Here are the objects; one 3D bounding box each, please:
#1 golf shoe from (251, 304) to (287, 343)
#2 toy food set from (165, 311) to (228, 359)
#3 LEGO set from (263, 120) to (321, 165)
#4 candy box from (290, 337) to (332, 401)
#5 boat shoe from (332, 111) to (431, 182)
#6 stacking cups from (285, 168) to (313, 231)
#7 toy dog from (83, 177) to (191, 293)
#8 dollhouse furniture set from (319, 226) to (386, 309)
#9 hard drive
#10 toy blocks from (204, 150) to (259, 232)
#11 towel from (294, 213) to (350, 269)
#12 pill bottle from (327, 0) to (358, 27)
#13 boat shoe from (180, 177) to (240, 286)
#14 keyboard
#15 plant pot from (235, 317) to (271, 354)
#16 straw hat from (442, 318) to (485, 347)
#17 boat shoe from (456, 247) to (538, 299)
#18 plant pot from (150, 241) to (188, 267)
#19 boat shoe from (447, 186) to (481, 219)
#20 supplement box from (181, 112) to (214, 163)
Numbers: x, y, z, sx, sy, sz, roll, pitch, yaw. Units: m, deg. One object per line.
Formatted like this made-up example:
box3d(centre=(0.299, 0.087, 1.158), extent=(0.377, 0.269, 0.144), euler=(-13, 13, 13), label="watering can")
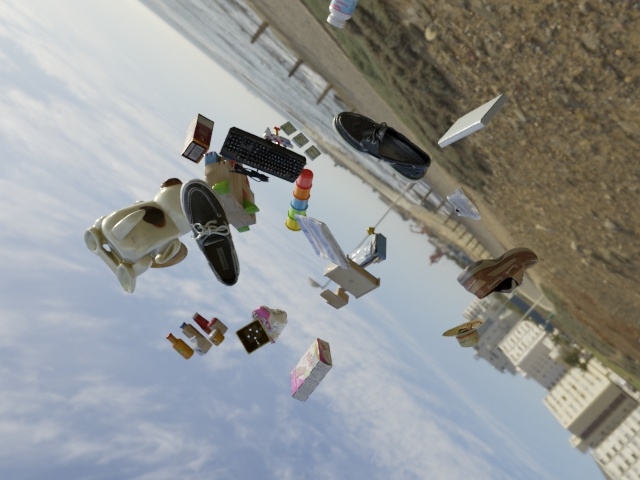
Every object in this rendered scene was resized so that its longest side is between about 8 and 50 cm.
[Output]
box3d(centre=(-0.210, 0.329, 2.160), extent=(0.115, 0.140, 0.306), euler=(35, 157, 18), label="golf shoe")
box3d(centre=(-0.390, 0.293, 1.613), extent=(0.104, 0.232, 0.111), euler=(46, -132, -14), label="toy food set")
box3d(centre=(-0.102, -0.351, 1.847), extent=(0.182, 0.060, 0.244), euler=(46, -142, -2), label="LEGO set")
box3d(centre=(-0.043, 0.566, 2.224), extent=(0.071, 0.233, 0.159), euler=(28, -159, -19), label="candy box")
box3d(centre=(0.198, -0.307, 1.579), extent=(0.340, 0.127, 0.113), euler=(38, 160, -3), label="boat shoe")
box3d(centre=(-0.095, -0.178, 2.263), extent=(0.096, 0.316, 0.096), euler=(6, -133, -7), label="stacking cups")
box3d(centre=(-0.640, -0.073, 1.923), extent=(0.284, 0.395, 0.408), euler=(41, -129, 12), label="toy dog")
box3d(centre=(0.117, 0.086, 2.225), extent=(0.198, 0.286, 0.303), euler=(37, -141, -24), label="dollhouse furniture set")
box3d(centre=(0.691, -0.542, 2.316), extent=(0.040, 0.203, 0.307), euler=(46, 159, -9), label="hard drive")
box3d(centre=(-0.358, -0.228, 2.020), extent=(0.381, 0.191, 0.260), euler=(58, -158, -65), label="toy blocks")
box3d(centre=(0.000, 0.000, 1.908), extent=(0.209, 0.034, 0.285), euler=(58, 166, -21), label="towel")
box3d(centre=(0.084, -0.839, 1.784), extent=(0.087, 0.160, 0.087), euler=(18, -146, -13), label="pill bottle")
box3d(centre=(-0.295, -0.019, 1.367), extent=(0.105, 0.113, 0.306), euler=(-147, 43, -73), label="boat shoe")
box3d(centre=(-0.129, -0.173, 1.132), extent=(0.192, 0.100, 0.038), euler=(19, -158, -23), label="keyboard")
box3d(centre=(-0.206, 0.289, 1.552), extent=(0.081, 0.082, 0.083), euler=(60, 171, 0), label="plant pot")
box3d(centre=(0.453, 0.296, 1.561), extent=(0.144, 0.145, 0.061), euler=(-8, -104, -79), label="straw hat")
box3d(centre=(0.579, 0.114, 1.609), extent=(0.324, 0.123, 0.116), euler=(-16, -123, -27), label="boat shoe")
box3d(centre=(-0.725, 0.051, 2.307), extent=(0.236, 0.236, 0.032), euler=(29, -144, -50), label="plant pot")
box3d(centre=(0.460, -0.107, 1.622), extent=(0.184, 0.063, 0.066), euler=(27, -138, -52), label="boat shoe")
box3d(centre=(-0.508, -0.424, 2.102), extent=(0.081, 0.104, 0.188), euler=(27, -140, -29), label="supplement box")
